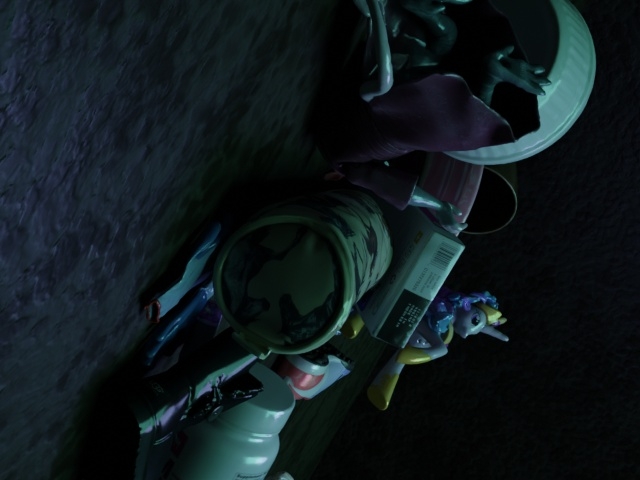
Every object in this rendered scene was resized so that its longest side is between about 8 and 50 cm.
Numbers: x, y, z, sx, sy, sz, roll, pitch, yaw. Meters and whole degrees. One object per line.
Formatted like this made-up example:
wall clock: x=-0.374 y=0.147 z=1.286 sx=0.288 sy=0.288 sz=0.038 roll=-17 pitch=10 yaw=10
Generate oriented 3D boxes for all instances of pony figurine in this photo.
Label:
pony figurine: x=0.156 y=0.131 z=2.082 sx=0.363 sy=0.351 sz=0.303 roll=-23 pitch=145 yaw=-39

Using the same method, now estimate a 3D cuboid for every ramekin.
ramekin: x=0.227 y=-0.246 z=1.433 sx=0.273 sy=0.273 sz=0.127 roll=-58 pitch=157 yaw=3

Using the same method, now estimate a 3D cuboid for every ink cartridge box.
ink cartridge box: x=0.101 y=0.011 z=1.631 sx=0.176 sy=0.069 sz=0.371 roll=-60 pitch=-159 yaw=12

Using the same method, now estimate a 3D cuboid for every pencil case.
pencil case: x=-0.010 y=0.034 z=1.321 sx=0.410 sy=0.160 sz=0.184 roll=-27 pitch=138 yaw=-78

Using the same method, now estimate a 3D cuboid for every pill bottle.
pill bottle: x=-0.158 y=0.314 z=1.516 sx=0.283 sy=0.160 sz=0.160 roll=-61 pitch=169 yaw=17

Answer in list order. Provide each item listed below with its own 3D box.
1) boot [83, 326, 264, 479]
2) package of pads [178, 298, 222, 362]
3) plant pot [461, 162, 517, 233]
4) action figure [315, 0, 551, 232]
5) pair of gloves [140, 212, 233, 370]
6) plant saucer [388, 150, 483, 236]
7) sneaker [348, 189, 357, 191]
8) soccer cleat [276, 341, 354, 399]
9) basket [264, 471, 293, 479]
boot: x=-0.169 y=0.225 z=1.271 sx=0.207 sy=0.094 sz=0.246 roll=-25 pitch=145 yaw=-41
package of pads: x=-0.150 y=0.118 z=1.323 sx=0.050 sy=0.032 sz=0.083 roll=-79 pitch=-167 yaw=-57
plant pot: x=0.371 y=-0.171 z=2.481 sx=0.215 sy=0.215 sz=0.230 roll=110 pitch=1 yaw=-48
action figure: x=0.084 y=-0.139 z=1.253 sx=0.275 sy=0.248 sz=0.370 roll=-6 pitch=164 yaw=-34
pair of gloves: x=-0.152 y=0.061 z=1.202 sx=0.159 sy=0.023 sz=0.198 roll=-50 pitch=168 yaw=-35
plant saucer: x=0.161 y=-0.065 z=1.826 sx=0.332 sy=0.084 sz=0.332 roll=-56 pitch=-164 yaw=26
sneaker: x=0.000 y=0.000 z=1.620 sx=0.191 sy=0.071 sz=0.083 roll=-50 pitch=176 yaw=6
soccer cleat: x=-0.019 y=0.268 z=2.164 sx=0.116 sy=0.108 sz=0.318 roll=-58 pitch=165 yaw=6
basket: x=-0.117 y=0.651 z=1.944 sx=0.331 sy=0.328 sz=0.266 roll=-36 pitch=-172 yaw=35
